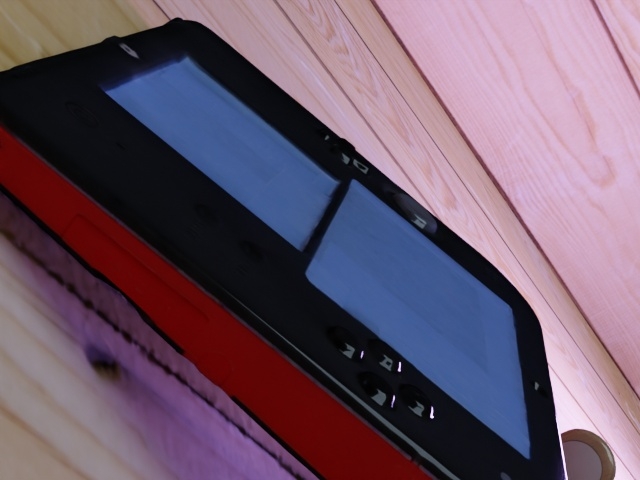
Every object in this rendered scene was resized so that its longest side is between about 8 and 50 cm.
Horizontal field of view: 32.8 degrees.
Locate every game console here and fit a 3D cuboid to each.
[{"bbox_3d":[0.000,0.000,0.631,0.342,0.060,0.386,44,16,-5],"label":"game console"}]

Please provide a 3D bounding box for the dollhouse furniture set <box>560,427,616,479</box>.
[{"bbox_3d":[0.135,0.224,0.505,0.303,0.174,0.355,65,7,17],"label":"dollhouse furniture set"}]
